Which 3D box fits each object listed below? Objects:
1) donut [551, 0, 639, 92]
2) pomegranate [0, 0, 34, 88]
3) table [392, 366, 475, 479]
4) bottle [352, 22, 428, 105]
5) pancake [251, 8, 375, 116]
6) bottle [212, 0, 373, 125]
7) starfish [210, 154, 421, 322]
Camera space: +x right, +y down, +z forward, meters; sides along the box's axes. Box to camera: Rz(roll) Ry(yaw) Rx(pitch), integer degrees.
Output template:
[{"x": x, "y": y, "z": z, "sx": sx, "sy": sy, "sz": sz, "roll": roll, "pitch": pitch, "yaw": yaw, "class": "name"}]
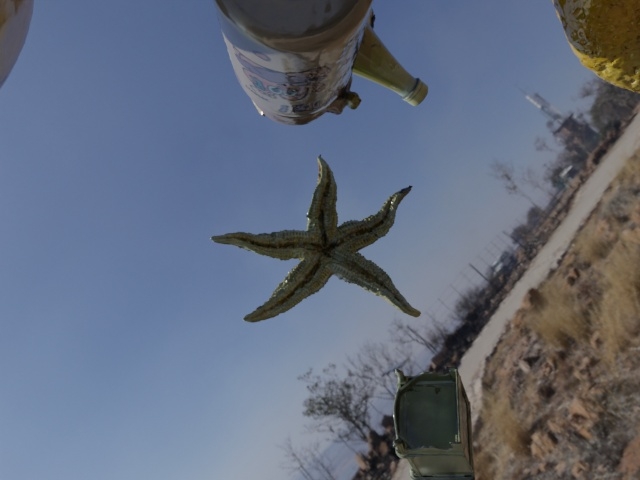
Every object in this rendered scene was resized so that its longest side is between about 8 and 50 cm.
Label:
[{"x": 0.302, "y": -0.210, "z": 0.369, "sx": 0.277, "sy": 0.277, "sz": 0.108, "roll": 96, "pitch": 178, "yaw": -66, "class": "donut"}, {"x": -0.333, "y": -0.157, "z": 0.261, "sx": 0.342, "sy": 0.342, "sz": 0.342, "roll": -41, "pitch": -16, "yaw": -14, "class": "pomegranate"}, {"x": 0.104, "y": 0.170, "z": 0.486, "sx": 0.083, "sy": 0.062, "sz": 0.079, "roll": 63, "pitch": -154, "yaw": -43, "class": "table"}, {"x": 0.048, "y": -0.283, "z": 0.765, "sx": 0.083, "sy": 0.269, "sz": 0.083, "roll": -49, "pitch": 22, "yaw": 28, "class": "bottle"}, {"x": -0.036, "y": -0.447, "z": 1.197, "sx": 0.382, "sy": 0.382, "sz": 0.071, "roll": -48, "pitch": -49, "yaw": 11, "class": "pancake"}, {"x": -0.013, "y": -0.144, "z": 0.387, "sx": 0.209, "sy": 0.110, "sz": 0.097, "roll": 127, "pitch": 160, "yaw": -87, "class": "bottle"}, {"x": -0.002, "y": 0.001, "z": 0.907, "sx": 0.078, "sy": 0.358, "sz": 0.347, "roll": 100, "pitch": 178, "yaw": -62, "class": "starfish"}]
